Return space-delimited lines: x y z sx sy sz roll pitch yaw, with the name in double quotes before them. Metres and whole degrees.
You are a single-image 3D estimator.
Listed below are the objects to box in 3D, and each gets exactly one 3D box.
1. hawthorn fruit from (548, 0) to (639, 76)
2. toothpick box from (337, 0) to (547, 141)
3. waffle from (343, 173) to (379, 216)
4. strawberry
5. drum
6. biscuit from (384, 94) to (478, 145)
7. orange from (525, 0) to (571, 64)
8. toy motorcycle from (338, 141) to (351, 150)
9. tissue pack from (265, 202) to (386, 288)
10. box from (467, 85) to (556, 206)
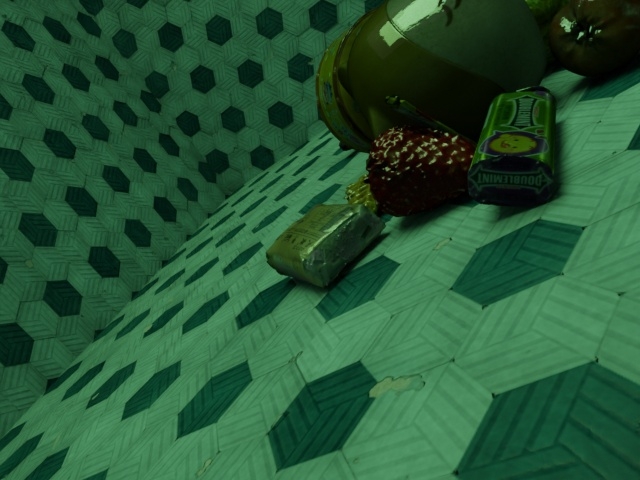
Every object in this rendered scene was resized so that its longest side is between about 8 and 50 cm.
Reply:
"hawthorn fruit" 0.616 -0.463 1.116 0.251 0.199 0.199 -31 10 -33
"toothpick box" 0.279 -0.409 1.270 0.425 0.408 0.409 -31 17 14
"waffle" 0.149 -0.137 1.389 0.283 0.065 0.309 -42 15 -20
"strawberry" 0.224 -0.149 1.079 0.245 0.205 0.205 1 36 35
"drum" 0.204 -0.467 1.578 0.431 0.431 0.214 -40 16 -10
"biscuit" 0.254 -0.240 1.118 0.048 0.292 0.026 31 100 57
"orange" 0.570 -0.622 1.427 0.223 0.300 0.301 -11 32 47
"toy motorcycle" 0.229 -0.537 2.166 0.416 0.172 0.232 -42 20 15
"tissue pack" 0.000 0.000 1.213 0.215 0.123 0.257 -44 16 -16
"box" 0.361 -0.184 0.959 0.134 0.097 0.345 3 33 24
